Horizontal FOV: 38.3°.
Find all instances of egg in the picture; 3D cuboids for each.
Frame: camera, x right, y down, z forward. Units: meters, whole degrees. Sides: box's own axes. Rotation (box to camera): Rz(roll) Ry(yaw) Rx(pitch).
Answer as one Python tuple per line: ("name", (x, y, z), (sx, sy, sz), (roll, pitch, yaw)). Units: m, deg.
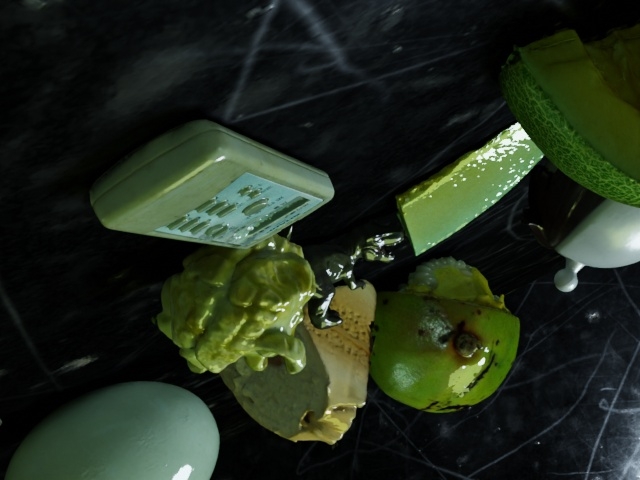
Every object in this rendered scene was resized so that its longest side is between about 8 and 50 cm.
("egg", (-0.265, 0.290, 1.185), (0.283, 0.203, 0.203), (-26, 168, -22))

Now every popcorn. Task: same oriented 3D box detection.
("popcorn", (-0.072, 0.051, 0.825), (0.141, 0.162, 0.135), (-46, 138, -20))

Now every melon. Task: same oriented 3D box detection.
("melon", (0.169, -0.081, 0.975), (0.262, 0.053, 0.114), (-38, 146, 28))
("melon", (0.271, -0.098, 0.778), (0.265, 0.169, 0.129), (-19, 167, -23))

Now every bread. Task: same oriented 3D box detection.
("bread", (0.005, 0.189, 1.311), (0.224, 0.211, 0.183), (-6, 150, -46))

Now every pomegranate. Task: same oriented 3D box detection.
("pomegranate", (0.189, 0.165, 1.552), (0.260, 0.260, 0.340), (-24, 170, -13))

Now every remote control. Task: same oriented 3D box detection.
("remote control", (-0.067, -0.033, 0.657), (0.098, 0.038, 0.233), (-29, 168, 14))

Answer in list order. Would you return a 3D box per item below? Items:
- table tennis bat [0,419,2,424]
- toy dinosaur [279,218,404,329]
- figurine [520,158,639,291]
("table tennis bat", (-0.433, 0.247, 1.109), (0.156, 0.013, 0.087), (-33, 166, 30))
("toy dinosaur", (0.000, 0.000, 0.982), (0.187, 0.087, 0.179), (-37, 138, -34))
("figurine", (0.393, -0.097, 1.064), (0.370, 0.167, 0.281), (-37, 171, 8))
